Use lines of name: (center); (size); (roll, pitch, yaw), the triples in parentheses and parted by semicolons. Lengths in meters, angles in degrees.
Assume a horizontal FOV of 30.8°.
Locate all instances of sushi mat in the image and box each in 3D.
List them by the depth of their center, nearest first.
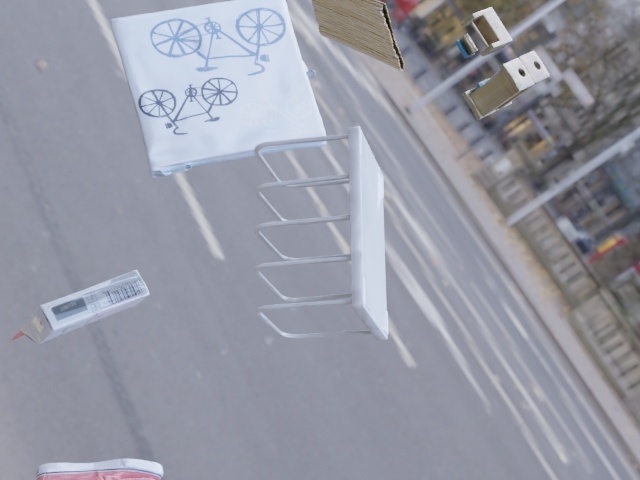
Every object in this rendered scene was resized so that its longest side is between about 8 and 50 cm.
sushi mat: (0.061, -0.444, 2.346); (0.316, 0.019, 0.151); (36, -25, 51)

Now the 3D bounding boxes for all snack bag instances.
snack bag: (-0.170, -0.271, 2.007); (0.037, 0.323, 0.342); (105, -30, -60)

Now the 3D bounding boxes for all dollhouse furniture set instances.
dollhouse furniture set: (0.358, -0.375, 2.428); (0.129, 0.129, 0.183); (-27, 85, -44)

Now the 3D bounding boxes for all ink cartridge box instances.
ink cartridge box: (-0.425, 0.135, 2.040); (0.189, 0.232, 0.066); (-22, 79, -33)

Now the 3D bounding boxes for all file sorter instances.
file sorter: (0.000, 0.000, 1.764); (0.193, 0.173, 0.277); (54, 33, -66)

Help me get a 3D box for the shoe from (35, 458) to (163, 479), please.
shoe: (-0.310, 0.355, 1.629); (0.063, 0.178, 0.081); (101, -13, -59)
